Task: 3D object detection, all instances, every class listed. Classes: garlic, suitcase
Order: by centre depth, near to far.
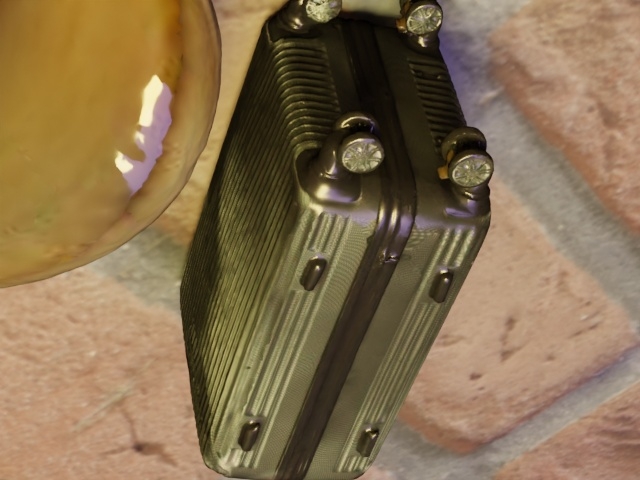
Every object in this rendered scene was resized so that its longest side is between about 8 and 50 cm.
[{"bbox_3d":[-0.204,-0.068,1.022,0.338,0.151,0.196,-29,113,16],"label":"garlic"},{"bbox_3d":[0.000,0.000,1.121,0.128,0.202,0.312,5,133,-17],"label":"suitcase"}]
